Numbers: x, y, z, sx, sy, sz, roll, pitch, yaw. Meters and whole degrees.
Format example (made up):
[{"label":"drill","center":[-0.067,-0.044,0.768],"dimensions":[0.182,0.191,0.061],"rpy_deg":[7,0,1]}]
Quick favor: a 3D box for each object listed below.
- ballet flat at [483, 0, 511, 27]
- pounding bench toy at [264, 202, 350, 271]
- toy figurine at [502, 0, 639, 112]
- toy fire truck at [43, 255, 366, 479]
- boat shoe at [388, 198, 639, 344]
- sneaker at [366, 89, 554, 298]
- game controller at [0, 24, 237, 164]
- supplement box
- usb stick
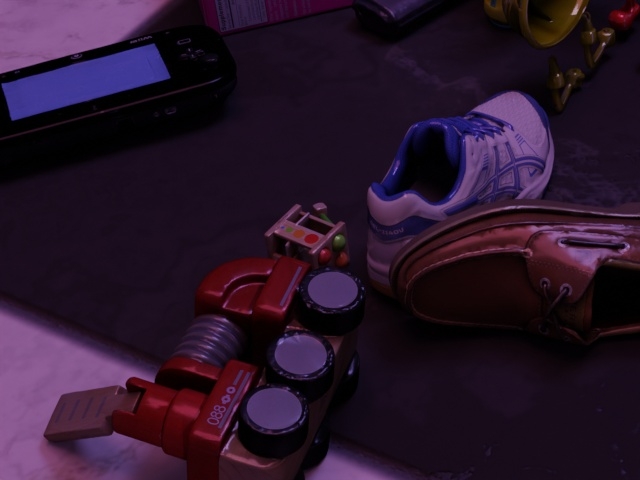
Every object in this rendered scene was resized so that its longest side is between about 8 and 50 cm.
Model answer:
[{"label":"ballet flat","center":[0.268,-0.324,1.888],"dimensions":[0.077,0.077,0.231],"rpy_deg":[26,51,36]},{"label":"pounding bench toy","center":[0.000,0.000,1.580],"dimensions":[0.065,0.052,0.083],"rpy_deg":[21,49,31]},{"label":"toy figurine","center":[0.238,-0.333,1.793],"dimensions":[0.217,0.191,0.362],"rpy_deg":[22,62,31]},{"label":"toy fire truck","center":[-0.105,0.116,1.414],"dimensions":[0.246,0.158,0.217],"rpy_deg":[16,46,12]},{"label":"boat shoe","center":[0.216,0.032,1.457],"dimensions":[0.307,0.111,0.104],"rpy_deg":[-9,39,1]},{"label":"sneaker","center":[0.139,-0.073,1.581],"dimensions":[0.112,0.131,0.296],"rpy_deg":[13,43,26]},{"label":"game controller","center":[-0.252,-0.161,1.806],"dimensions":[0.319,0.067,0.166],"rpy_deg":[-16,41,-9]},{"label":"supplement box","center":[-0.042,-0.330,1.927],"dimensions":[0.220,0.114,0.111],"rpy_deg":[-12,41,-6]},{"label":"usb stick","center":[0.156,-0.315,1.924],"dimensions":[0.278,0.045,0.077],"rpy_deg":[-34,45,-27]}]
